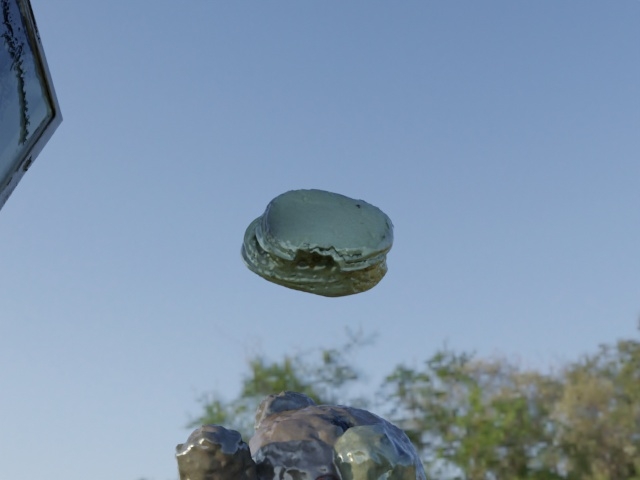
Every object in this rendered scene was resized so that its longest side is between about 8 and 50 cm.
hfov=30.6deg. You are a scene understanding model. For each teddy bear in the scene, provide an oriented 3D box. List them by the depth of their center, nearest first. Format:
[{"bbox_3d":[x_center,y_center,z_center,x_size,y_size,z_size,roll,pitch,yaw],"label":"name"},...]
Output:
[{"bbox_3d":[-0.008,0.218,0.810,0.267,0.236,0.151,-40,-7,-46],"label":"teddy bear"}]

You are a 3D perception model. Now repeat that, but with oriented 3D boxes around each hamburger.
[{"bbox_3d":[0.000,0.000,1.084,0.140,0.062,0.133,17,29,15],"label":"hamburger"}]

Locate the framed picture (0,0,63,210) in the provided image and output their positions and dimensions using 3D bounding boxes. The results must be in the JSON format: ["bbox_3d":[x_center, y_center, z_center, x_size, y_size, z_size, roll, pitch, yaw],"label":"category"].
[{"bbox_3d":[-0.312,-0.148,1.041,0.022,0.335,0.247,-4,-61,8],"label":"framed picture"}]
